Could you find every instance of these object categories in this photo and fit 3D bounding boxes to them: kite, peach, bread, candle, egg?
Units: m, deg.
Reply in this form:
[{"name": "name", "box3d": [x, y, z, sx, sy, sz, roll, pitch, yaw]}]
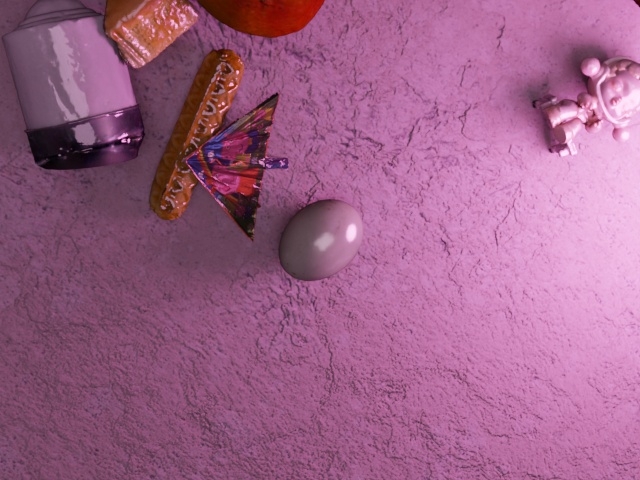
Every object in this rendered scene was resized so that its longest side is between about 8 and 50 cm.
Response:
[{"name": "kite", "box3d": [-0.168, -0.148, 1.756, 0.233, 0.016, 0.321, 0, 111, -30]}, {"name": "peach", "box3d": [-0.121, -0.534, 1.539, 0.290, 0.372, 0.372, -44, 104, 1]}, {"name": "bread", "box3d": [-0.251, -0.212, 1.743, 0.077, 0.084, 0.368, 10, 108, -54]}, {"name": "candle", "box3d": [-0.462, -0.309, 1.621, 0.221, 0.221, 0.343, -11, 103, -4]}, {"name": "bread", "box3d": [-0.341, -0.429, 1.622, 0.169, 0.160, 0.140, -42, 139, -5]}, {"name": "egg", "box3d": [0.000, 0.000, 1.780, 0.192, 0.149, 0.149, -38, 104, 6]}]

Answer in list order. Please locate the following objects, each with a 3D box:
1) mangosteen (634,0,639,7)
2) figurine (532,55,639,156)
[{"name": "mangosteen", "box3d": [0.733, -0.517, 1.733, 0.231, 0.231, 0.289, -33, 130, 1]}, {"name": "figurine", "box3d": [0.583, -0.284, 1.803, 0.256, 0.144, 0.182, -26, 84, 2]}]
